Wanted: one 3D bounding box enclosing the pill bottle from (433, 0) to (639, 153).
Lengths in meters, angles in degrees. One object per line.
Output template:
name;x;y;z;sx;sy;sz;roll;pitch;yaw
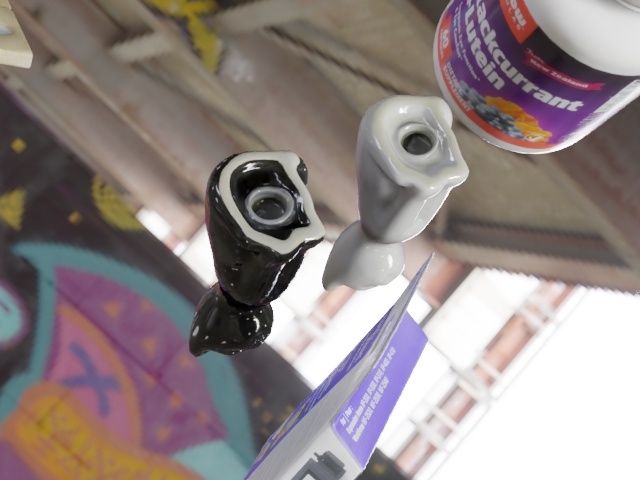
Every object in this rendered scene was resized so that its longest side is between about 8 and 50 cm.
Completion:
pill bottle;0.135;-0.121;0.768;0.108;0.108;0.193;42;-21;-1

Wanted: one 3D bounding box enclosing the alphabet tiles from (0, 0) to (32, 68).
alphabet tiles;-0.332;-0.158;0.806;0.342;0.011;0.285;6;31;-29

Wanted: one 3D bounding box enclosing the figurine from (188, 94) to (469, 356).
figurine;0.000;0.000;1.180;0.092;0.215;0.209;55;-29;21

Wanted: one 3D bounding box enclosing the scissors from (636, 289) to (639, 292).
scissors;0.386;0.042;1.526;0.297;0.109;0.021;-19;-81;56

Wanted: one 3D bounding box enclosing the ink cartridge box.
ink cartridge box;0.010;0.124;1.024;0.045;0.208;0.206;38;25;-1
